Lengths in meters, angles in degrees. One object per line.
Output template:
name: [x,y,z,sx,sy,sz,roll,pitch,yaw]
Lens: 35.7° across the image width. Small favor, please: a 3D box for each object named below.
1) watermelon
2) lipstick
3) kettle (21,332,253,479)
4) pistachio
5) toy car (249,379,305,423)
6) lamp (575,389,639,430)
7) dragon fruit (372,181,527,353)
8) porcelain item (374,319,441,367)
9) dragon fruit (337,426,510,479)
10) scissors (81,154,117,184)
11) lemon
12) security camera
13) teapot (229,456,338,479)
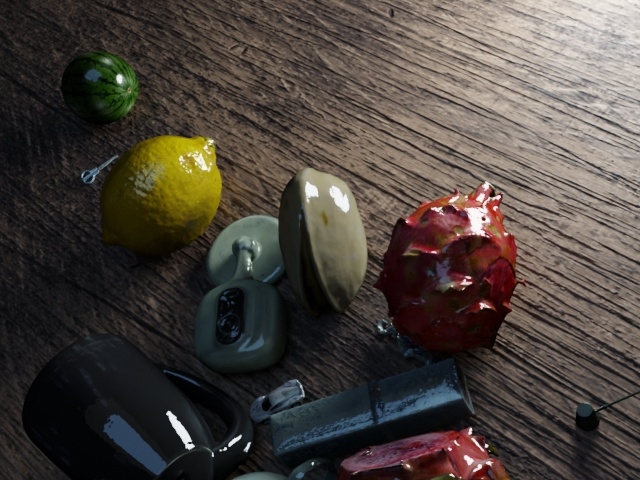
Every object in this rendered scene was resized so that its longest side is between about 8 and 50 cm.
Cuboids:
watermelon: [-0.445,-0.296,1.937,0.187,0.140,0.140,2,61,28]
lipstick: [0.068,0.250,1.416,0.290,0.077,0.076,-20,55,11]
kettle: [-0.247,0.279,1.468,0.290,0.207,0.268,30,40,35]
pistachio: [0.000,0.000,1.566,0.138,0.153,0.237,-13,82,27]
toy car: [-0.067,0.246,1.509,0.093,0.025,0.041,-29,52,3]
lamp: [0.393,0.215,1.314,0.121,0.054,0.041,-20,55,11]
dragon fruit: [0.187,0.029,1.422,0.210,0.205,0.268,12,65,29]
porcelain item: [0.148,0.146,1.482,0.075,0.021,0.136,-42,54,-11]
dragon fruit: [0.137,0.387,1.210,0.250,0.269,0.291,-19,89,2]
scissors: [-0.424,-0.139,1.911,0.083,0.006,0.036,-37,51,-2]
lemon: [-0.272,-0.080,1.698,0.257,0.188,0.188,-45,54,-2]
security camera: [-0.126,0.074,1.613,0.157,0.080,0.301,-12,54,17]
teapot: [-0.087,0.408,1.352,0.294,0.129,0.193,-46,55,-8]
